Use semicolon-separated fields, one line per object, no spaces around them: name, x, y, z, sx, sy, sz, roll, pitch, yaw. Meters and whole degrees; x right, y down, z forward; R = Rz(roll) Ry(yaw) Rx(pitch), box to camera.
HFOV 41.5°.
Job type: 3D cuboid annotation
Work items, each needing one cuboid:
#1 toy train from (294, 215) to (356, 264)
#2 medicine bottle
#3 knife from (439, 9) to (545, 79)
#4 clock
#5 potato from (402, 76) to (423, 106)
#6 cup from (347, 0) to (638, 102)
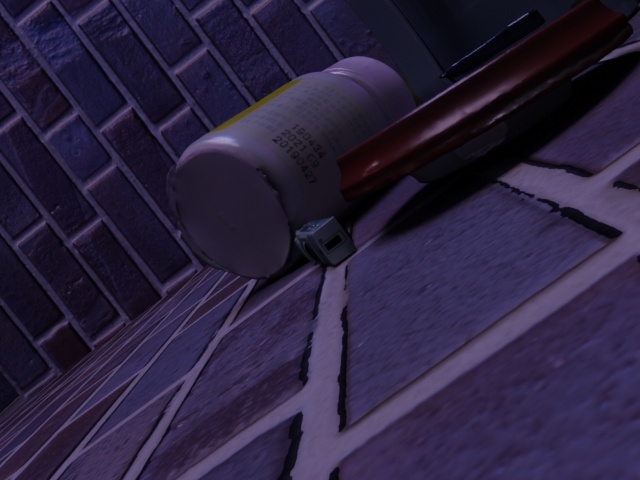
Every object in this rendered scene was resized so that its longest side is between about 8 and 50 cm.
toy train;0.000;0.000;0.961;0.047;0.043;0.207;-37;5;-6
medicine bottle;-0.022;-0.118;1.225;0.213;0.214;0.378;-32;7;45
knife;0.167;-0.188;0.830;0.121;0.018;0.031;-31;2;36
clock;0.157;-0.125;0.833;0.318;0.080;0.318;-32;4;2
potato;0.236;-0.305;1.506;0.197;0.149;0.228;-24;5;-8
cup;0.206;-0.346;1.160;0.331;0.311;0.257;-37;5;-1
